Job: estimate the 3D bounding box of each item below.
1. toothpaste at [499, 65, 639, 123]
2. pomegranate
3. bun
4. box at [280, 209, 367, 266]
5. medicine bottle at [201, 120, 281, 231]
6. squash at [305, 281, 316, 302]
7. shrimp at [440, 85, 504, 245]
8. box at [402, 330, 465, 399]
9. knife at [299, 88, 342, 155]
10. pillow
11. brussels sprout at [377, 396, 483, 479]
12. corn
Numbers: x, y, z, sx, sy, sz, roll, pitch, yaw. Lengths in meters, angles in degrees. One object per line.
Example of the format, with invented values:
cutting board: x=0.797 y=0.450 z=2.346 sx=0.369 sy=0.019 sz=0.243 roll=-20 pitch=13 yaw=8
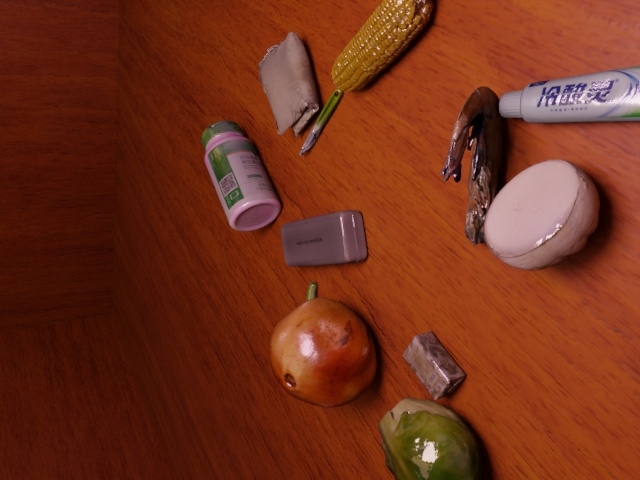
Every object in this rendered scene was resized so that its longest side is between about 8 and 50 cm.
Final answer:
toothpaste: x=0.327 y=-0.153 z=0.536 sx=0.297 sy=0.048 sz=0.074 roll=12 pitch=103 yaw=51
pomegranate: x=0.002 y=0.218 z=0.972 sx=0.209 sy=0.209 sz=0.208 roll=18 pitch=112 yaw=54
bun: x=0.274 y=-0.021 z=0.608 sx=0.138 sy=0.094 sz=0.138 roll=-49 pitch=24 yaw=31
box: x=0.000 y=0.000 z=1.055 sx=0.244 sy=0.055 sz=0.103 roll=-8 pitch=90 yaw=57
medicine bottle: x=-0.205 y=-0.165 z=1.259 sx=0.274 sy=0.134 sz=0.133 roll=63 pitch=143 yaw=24
squash: x=-0.020 y=0.135 z=1.144 sx=0.027 sy=0.027 sz=0.089 roll=13 pitch=106 yaw=55
shrimp: x=0.202 y=-0.084 z=0.657 sx=0.046 sy=0.152 sz=0.219 roll=11 pitch=116 yaw=32
box: x=0.184 y=0.204 z=0.830 sx=0.098 sy=0.045 sz=0.062 roll=56 pitch=140 yaw=35
knife: x=-0.001 y=-0.238 z=1.034 sx=0.022 sy=0.026 sz=0.184 roll=35 pitch=136 yaw=-3
pillow: x=-0.063 y=-0.320 z=1.059 sx=0.134 sy=0.078 sz=0.181 roll=-28 pitch=75 yaw=55
brussels sprout: x=0.174 y=0.333 z=0.792 sx=0.180 sy=0.144 sz=0.161 roll=51 pitch=180 yaw=18
corn: x=0.095 y=-0.320 z=0.820 sx=0.238 sy=0.080 sz=0.080 roll=-36 pitch=67 yaw=57
